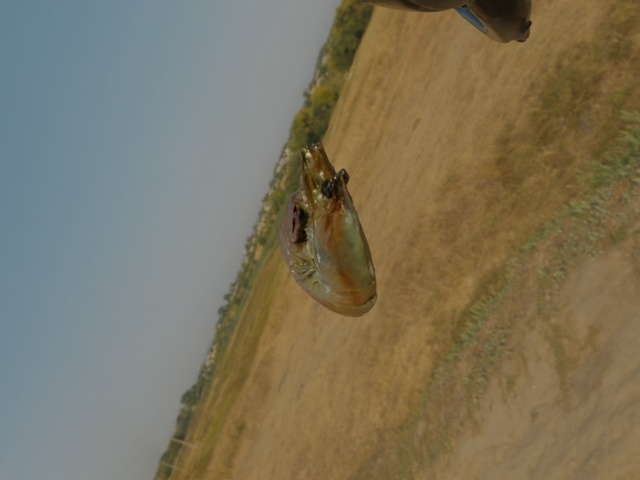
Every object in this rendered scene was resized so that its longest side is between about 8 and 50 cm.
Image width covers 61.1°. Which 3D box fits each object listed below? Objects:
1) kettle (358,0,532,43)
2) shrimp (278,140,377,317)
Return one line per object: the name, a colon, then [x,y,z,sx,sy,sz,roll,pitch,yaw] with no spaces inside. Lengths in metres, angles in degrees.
kettle: [0.085,-0.317,0.517,0.228,0.321,0.324,-39,51,18]
shrimp: [-0.001,0.001,0.523,0.051,0.115,0.217,-57,-30,-36]
